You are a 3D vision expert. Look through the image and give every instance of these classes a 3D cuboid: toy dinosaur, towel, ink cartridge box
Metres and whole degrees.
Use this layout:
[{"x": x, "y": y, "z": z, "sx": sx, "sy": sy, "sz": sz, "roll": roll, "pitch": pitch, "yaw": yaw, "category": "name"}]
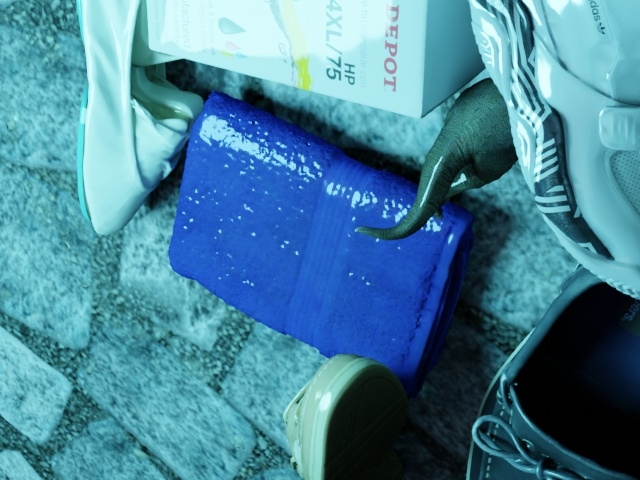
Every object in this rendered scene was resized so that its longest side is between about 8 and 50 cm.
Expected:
[{"x": 0.157, "y": -0.100, "z": 1.217, "sx": 0.160, "sy": 0.313, "sz": 0.121, "roll": 110, "pitch": 139, "yaw": -61, "category": "toy dinosaur"}, {"x": 0.000, "y": 0.000, "z": 1.472, "sx": 0.308, "sy": 0.076, "sz": 0.227, "roll": 27, "pitch": 124, "yaw": 17, "category": "towel"}, {"x": 0.016, "y": -0.252, "z": 1.228, "sx": 0.270, "sy": 0.197, "sz": 0.198, "roll": 17, "pitch": 124, "yaw": 26, "category": "ink cartridge box"}]

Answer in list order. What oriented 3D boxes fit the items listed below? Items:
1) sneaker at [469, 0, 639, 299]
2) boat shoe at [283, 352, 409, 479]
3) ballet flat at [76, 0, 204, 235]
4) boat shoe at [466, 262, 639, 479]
[{"x": 0.234, "y": -0.135, "z": 1.024, "sx": 0.210, "sy": 0.137, "sz": 0.366, "roll": -18, "pitch": 100, "yaw": 45, "category": "sneaker"}, {"x": 0.010, "y": 0.193, "z": 1.473, "sx": 0.110, "sy": 0.121, "sz": 0.341, "roll": 40, "pitch": 159, "yaw": 22, "category": "boat shoe"}, {"x": -0.177, "y": -0.172, "z": 1.467, "sx": 0.139, "sy": 0.139, "sz": 0.400, "roll": 19, "pitch": 124, "yaw": 25, "category": "ballet flat"}, {"x": 0.237, "y": 0.165, "z": 1.345, "sx": 0.187, "sy": 0.156, "sz": 0.500, "roll": 31, "pitch": 130, "yaw": 14, "category": "boat shoe"}]
